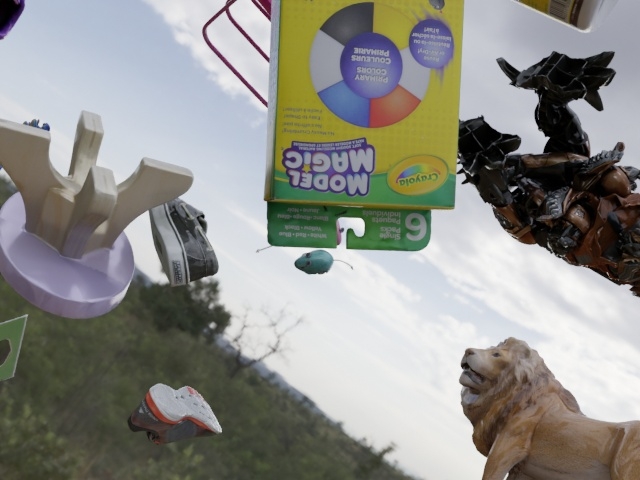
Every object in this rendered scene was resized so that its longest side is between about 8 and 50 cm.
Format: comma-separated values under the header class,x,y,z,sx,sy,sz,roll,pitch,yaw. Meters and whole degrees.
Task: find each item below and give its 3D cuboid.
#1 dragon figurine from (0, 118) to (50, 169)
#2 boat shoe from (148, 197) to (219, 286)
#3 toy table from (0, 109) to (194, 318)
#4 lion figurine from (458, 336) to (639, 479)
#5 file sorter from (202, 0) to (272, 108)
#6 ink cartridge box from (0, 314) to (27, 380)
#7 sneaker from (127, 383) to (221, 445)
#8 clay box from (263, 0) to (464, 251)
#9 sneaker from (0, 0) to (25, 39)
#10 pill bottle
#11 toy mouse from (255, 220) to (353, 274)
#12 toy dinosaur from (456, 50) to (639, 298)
class,x,y,z,sx,sy,sz,roll,pitch,yaw
dragon figurine,-0.509,-0.096,1.116,0.144,0.289,0.085,37,-33,-16
boat shoe,-0.188,-0.011,1.056,0.219,0.070,0.077,-123,-151,-51
toy table,-0.302,-0.046,0.990,0.252,0.161,0.274,7,28,-38
lion figurine,0.308,0.254,0.931,0.392,0.240,0.142,13,-33,47
file sorter,-0.019,-0.375,1.242,0.202,0.290,0.182,46,-35,-20
ink cartridge box,-0.567,0.180,1.159,0.056,0.235,0.171,47,-48,21
sneaker,-0.177,0.214,0.938,0.061,0.065,0.158,53,5,32
clay box,0.029,-0.103,0.534,0.127,0.222,0.053,1,1,-12
sneaker,-0.457,-0.383,1.135,0.095,0.236,0.104,22,-2,-44
pill bottle,0.264,-0.349,0.963,0.215,0.117,0.117,33,-12,21
toy mouse,0.000,0.000,1.231,0.143,0.161,0.031,37,-34,-4
toy dinosaur,0.213,-0.052,0.771,0.322,0.164,0.218,13,-32,41
